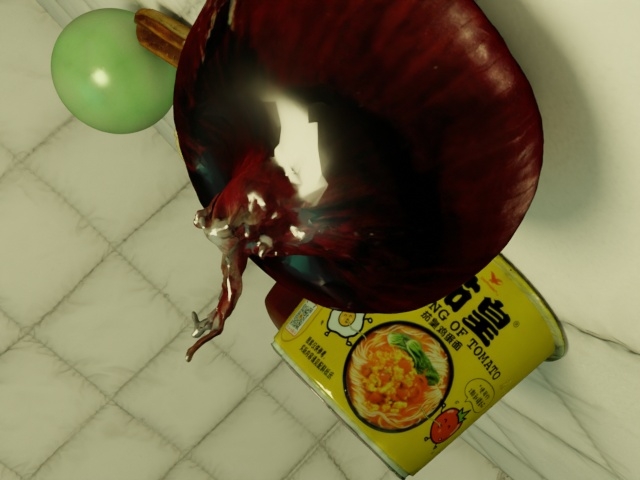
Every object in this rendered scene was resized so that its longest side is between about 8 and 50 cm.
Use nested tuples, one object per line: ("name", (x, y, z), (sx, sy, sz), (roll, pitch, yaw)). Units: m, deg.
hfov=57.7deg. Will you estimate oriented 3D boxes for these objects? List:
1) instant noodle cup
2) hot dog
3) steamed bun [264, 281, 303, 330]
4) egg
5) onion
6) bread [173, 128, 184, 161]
("instant noodle cup", (0.107, 0.132, 0.772), (0.325, 0.254, 0.325), (44, 172, 8))
("hot dog", (-0.221, -0.307, 0.903), (0.188, 0.055, 0.072), (36, 139, 21))
("steamed bun", (0.039, 0.156, 1.227), (0.379, 0.235, 0.248), (37, 170, 44))
("egg", (-0.368, -0.305, 1.055), (0.220, 0.220, 0.270), (49, 162, -22))
("onion", (-0.002, -0.054, 0.402), (0.273, 0.285, 0.273), (26, 139, 25))
("bread", (-0.066, -0.138, 0.581), (0.060, 0.178, 0.139), (42, 171, -3))
